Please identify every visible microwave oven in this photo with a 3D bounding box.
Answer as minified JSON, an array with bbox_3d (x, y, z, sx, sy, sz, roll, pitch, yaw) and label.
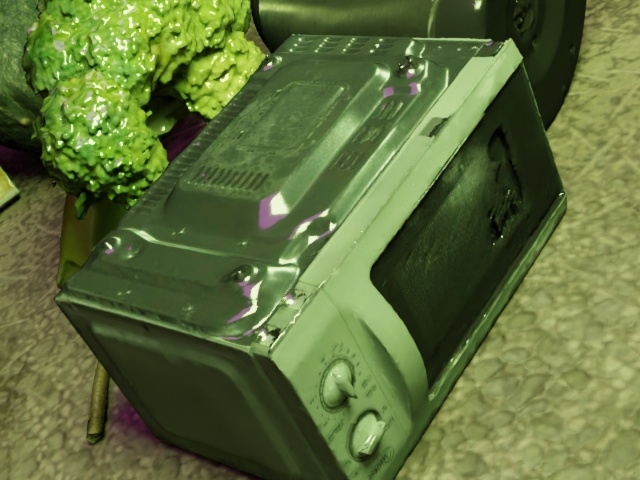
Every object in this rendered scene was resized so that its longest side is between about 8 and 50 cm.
[{"bbox_3d":[0.000,0.000,0.796,0.237,0.181,0.295,11,51,39],"label":"microwave oven"}]

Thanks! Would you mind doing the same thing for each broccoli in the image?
[{"bbox_3d":[-0.135,-0.102,0.911,0.186,0.302,0.254,1,3,-3],"label":"broccoli"}]

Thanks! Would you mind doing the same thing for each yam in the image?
[{"bbox_3d":[-0.174,0.118,0.902,0.014,0.014,0.107,-19,37,12],"label":"yam"}]

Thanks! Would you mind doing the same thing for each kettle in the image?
[{"bbox_3d":[0.048,-0.197,0.937,0.271,0.251,0.207,11,94,34],"label":"kettle"}]

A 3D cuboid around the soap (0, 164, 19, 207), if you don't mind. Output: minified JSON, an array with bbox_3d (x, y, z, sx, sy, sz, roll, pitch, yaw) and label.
[{"bbox_3d":[-0.467,-0.025,1.195,0.274,0.089,0.173,-36,38,-10],"label":"soap"}]

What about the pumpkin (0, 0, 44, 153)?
[{"bbox_3d":[-0.272,-0.241,1.189,0.292,0.257,0.327,4,40,31],"label":"pumpkin"}]
